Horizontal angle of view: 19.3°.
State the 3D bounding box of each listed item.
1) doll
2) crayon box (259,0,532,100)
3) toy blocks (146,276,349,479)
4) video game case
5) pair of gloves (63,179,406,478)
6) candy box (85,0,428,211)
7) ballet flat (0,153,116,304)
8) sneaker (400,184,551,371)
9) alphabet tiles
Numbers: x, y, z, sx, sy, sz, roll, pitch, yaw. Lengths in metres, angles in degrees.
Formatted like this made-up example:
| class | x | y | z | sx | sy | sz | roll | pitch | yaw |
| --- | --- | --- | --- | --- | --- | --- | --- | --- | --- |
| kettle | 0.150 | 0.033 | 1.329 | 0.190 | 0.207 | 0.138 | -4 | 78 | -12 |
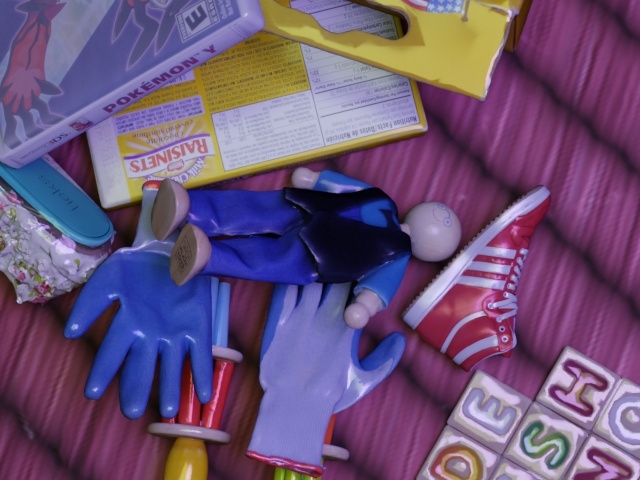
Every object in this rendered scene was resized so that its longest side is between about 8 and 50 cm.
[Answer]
| class | x | y | z | sx | sy | sz | roll | pitch | yaw |
| --- | --- | --- | --- | --- | --- | --- | --- | --- | --- |
| doll | 0.000 | 0.000 | 1.110 | 0.189 | 0.046 | 0.129 | -1 | 46 | -29 |
| crayon box | 0.057 | -0.249 | 1.127 | 0.202 | 0.081 | 0.319 | 19 | 81 | 8 |
| toy blocks | -0.041 | 0.100 | 1.132 | 0.123 | 0.054 | 0.148 | 7 | 80 | 0 |
| video game case | -0.132 | -0.168 | 1.106 | 0.183 | 0.023 | 0.201 | -27 | 62 | 22 |
| pair of gloves | -0.046 | 0.051 | 1.109 | 0.198 | 0.023 | 0.159 | 19 | 59 | -8 |
| candy box | -0.045 | -0.092 | 1.161 | 0.206 | 0.027 | 0.105 | -13 | 85 | 1 |
| ballet flat | -0.224 | -0.055 | 1.142 | 0.241 | 0.091 | 0.077 | 49 | 121 | 9 |
| sneaker | 0.112 | 0.026 | 1.139 | 0.067 | 0.042 | 0.118 | 44 | 95 | 9 |
| alphabet tiles | 0.142 | 0.195 | 1.141 | 0.198 | 0.009 | 0.237 | 30 | 87 | 4 |
